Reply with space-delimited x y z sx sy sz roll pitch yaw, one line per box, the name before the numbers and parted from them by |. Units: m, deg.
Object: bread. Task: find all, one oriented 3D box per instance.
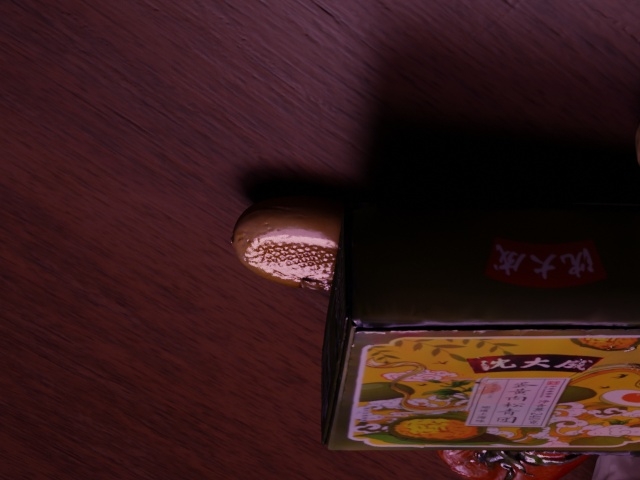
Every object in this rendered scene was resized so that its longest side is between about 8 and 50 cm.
bread | 0.000 0.000 1.953 0.189 0.077 0.114 7 129 -8

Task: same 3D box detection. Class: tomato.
tomato | 0.227 0.236 2.240 0.228 0.101 0.228 8 145 6

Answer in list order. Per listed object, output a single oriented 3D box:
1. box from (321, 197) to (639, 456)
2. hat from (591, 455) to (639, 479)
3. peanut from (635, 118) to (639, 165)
box | 0.196 0.099 1.902 0.373 0.138 0.420 2 157 -3
hat | 0.396 0.329 2.311 0.203 0.126 0.203 6 148 4
peanut | 0.343 -0.107 1.680 0.103 0.098 0.229 33 154 14
